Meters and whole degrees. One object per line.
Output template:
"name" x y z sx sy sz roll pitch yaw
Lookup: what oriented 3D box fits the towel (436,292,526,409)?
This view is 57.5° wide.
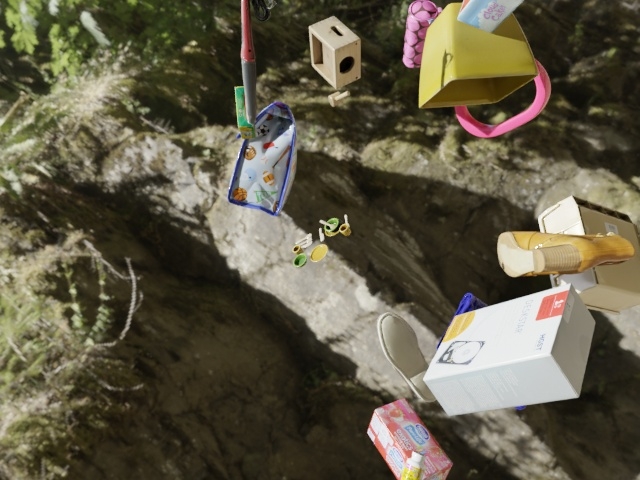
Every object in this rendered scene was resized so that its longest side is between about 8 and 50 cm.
"towel" 0.513 0.317 1.707 0.228 0.308 0.076 -54 1 -30

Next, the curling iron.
"curling iron" -0.134 -0.377 1.188 0.035 0.068 0.274 -55 -28 -74

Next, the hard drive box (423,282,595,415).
"hard drive box" 0.312 0.183 0.966 0.232 0.089 0.181 -25 15 41

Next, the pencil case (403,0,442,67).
"pencil case" 0.310 -0.628 1.793 0.098 0.095 0.209 -10 -25 -4

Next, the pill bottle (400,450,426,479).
"pill bottle" 0.203 0.506 1.273 0.043 0.043 0.083 56 -127 -76

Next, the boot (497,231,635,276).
"boot" 0.545 0.028 1.324 0.295 0.211 0.104 -140 46 -83

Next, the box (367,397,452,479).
"box" 0.267 0.630 1.777 0.122 0.257 0.128 -13 -46 -27

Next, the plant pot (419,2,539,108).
"plant pot" 0.352 -0.437 1.365 0.212 0.212 0.187 158 106 -79

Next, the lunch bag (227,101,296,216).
"lunch bag" -0.194 -0.313 2.130 0.328 0.238 0.386 -99 26 -79

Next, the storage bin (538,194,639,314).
"storage bin" 0.729 0.040 1.545 0.123 0.262 0.261 -36 49 50

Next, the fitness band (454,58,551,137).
"fitness band" 0.500 -0.409 1.637 0.054 0.209 0.290 -39 10 -38

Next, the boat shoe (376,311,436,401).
"boat shoe" 0.263 0.356 1.817 0.116 0.324 0.096 -37 13 -10

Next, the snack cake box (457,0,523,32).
"snack cake box" 0.382 -0.550 1.159 0.264 0.089 0.152 146 143 -78

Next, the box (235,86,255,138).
"box" -0.196 -0.329 1.533 0.179 0.043 0.105 178 87 -84

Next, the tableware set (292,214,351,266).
"tableware set" 0.000 0.000 1.329 0.154 0.024 0.104 -28 40 18

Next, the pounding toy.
"pounding toy" 0.060 -0.464 1.583 0.094 0.181 0.206 -29 -33 -16
